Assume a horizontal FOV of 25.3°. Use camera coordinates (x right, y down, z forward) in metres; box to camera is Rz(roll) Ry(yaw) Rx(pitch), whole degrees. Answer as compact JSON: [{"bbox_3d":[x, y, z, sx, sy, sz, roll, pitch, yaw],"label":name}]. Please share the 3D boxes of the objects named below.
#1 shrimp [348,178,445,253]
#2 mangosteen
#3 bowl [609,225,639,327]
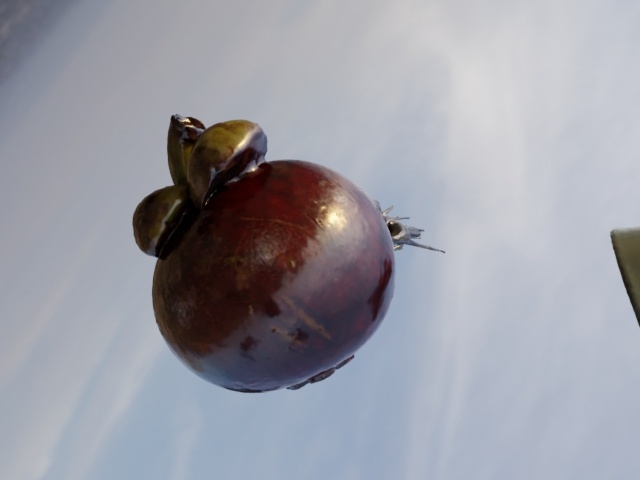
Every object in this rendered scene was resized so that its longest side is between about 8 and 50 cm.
[{"bbox_3d":[0.006,-0.003,1.478,0.116,0.343,0.145,24,-75,38],"label":"shrimp"},{"bbox_3d":[-0.057,0.003,1.216,0.215,0.257,0.215,-29,-173,4],"label":"mangosteen"},{"bbox_3d":[0.417,0.098,1.471,0.146,0.289,0.289,-22,-160,14],"label":"bowl"}]
